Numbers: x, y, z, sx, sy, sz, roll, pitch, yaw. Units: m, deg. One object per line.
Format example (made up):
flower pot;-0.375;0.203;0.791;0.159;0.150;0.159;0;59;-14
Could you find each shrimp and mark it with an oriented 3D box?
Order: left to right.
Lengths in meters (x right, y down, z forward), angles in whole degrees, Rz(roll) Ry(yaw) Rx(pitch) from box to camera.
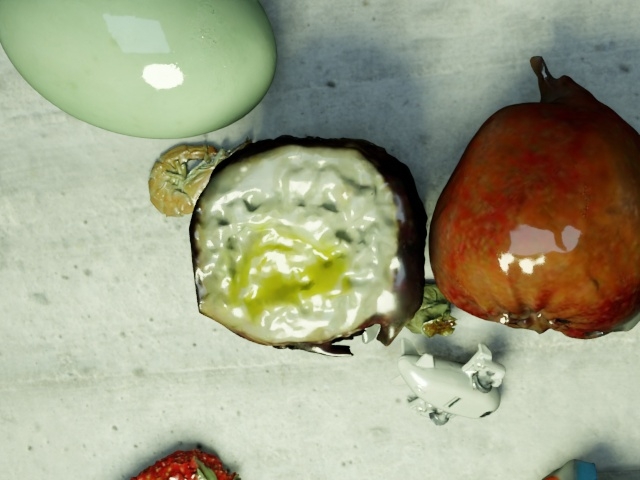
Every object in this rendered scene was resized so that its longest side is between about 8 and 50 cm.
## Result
shrimp;-0.176;-0.104;1.487;0.180;0.041;0.099;-31;78;13

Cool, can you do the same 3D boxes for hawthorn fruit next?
hawthorn fruit;0.297;-0.029;1.305;0.308;0.325;0.308;16;145;11

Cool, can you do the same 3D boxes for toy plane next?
toy plane;0.182;0.200;1.434;0.174;0.080;0.174;2;136;2

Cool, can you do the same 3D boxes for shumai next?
shumai;0.151;0.105;1.438;0.083;0.080;0.082;-34;90;14

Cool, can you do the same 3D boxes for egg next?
egg;-0.245;-0.278;1.346;0.389;0.276;0.276;21;101;5

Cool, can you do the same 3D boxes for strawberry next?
strawberry;-0.222;0.404;1.536;0.228;0.098;0.174;-29;109;23

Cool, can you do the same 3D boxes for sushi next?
sushi;0.001;-0.002;1.339;0.299;0.294;0.281;17;97;5

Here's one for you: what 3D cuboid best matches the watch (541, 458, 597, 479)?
watch;0.384;0.483;1.392;0.274;0.241;0.305;23;130;-2
